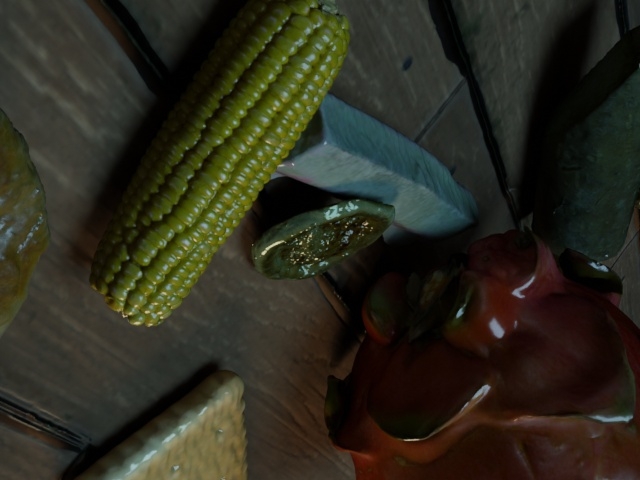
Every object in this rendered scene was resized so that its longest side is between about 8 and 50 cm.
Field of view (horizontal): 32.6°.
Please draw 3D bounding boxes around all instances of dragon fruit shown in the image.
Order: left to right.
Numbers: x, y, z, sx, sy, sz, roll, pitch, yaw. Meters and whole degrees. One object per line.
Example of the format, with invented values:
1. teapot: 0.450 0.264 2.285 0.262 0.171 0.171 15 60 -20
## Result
1. dragon fruit: 0.148 0.117 0.896 0.306 0.225 0.305 -16 172 -2

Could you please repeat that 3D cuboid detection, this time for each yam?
1. yam: 0.251 -0.088 0.982 0.106 0.106 0.259 -39 147 -29

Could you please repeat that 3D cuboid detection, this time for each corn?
1. corn: -0.053 -0.049 0.581 0.206 0.067 0.067 -57 152 4

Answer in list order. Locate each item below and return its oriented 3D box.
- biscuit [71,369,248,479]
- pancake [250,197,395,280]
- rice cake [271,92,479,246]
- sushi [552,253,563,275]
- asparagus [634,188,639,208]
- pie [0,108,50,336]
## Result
1. biscuit: -0.116 0.211 0.798 0.160 0.030 0.249 -37 147 -32
2. pancake: 0.000 0.000 0.727 0.108 0.017 0.108 -22 159 -9
3. rice cake: 0.033 -0.042 0.754 0.081 0.051 0.290 -28 159 21
4. sushi: 0.248 0.056 1.192 0.099 0.047 0.050 -65 169 17
5. asparagus: 0.443 -0.118 1.284 0.287 0.080 0.080 -40 148 -27
6. pie: -0.195 0.008 0.436 0.195 0.046 0.195 -37 145 -32
